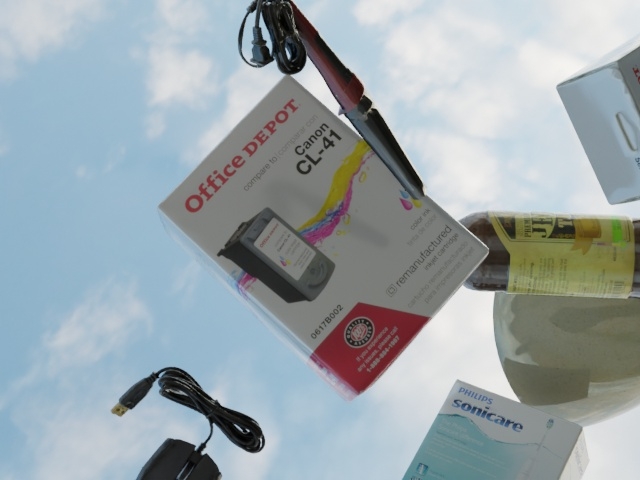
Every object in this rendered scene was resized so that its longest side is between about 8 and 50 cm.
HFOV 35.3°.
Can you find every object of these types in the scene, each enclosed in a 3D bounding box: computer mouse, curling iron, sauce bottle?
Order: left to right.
[{"bbox_3d":[-0.215,0.292,1.307,0.184,0.060,0.262,41,-75,-5],"label":"computer mouse"},{"bbox_3d":[0.018,-0.119,0.890,0.274,0.035,0.068,43,-106,-41],"label":"curling iron"},{"bbox_3d":[0.253,0.016,1.290,0.345,0.111,0.111,2,-111,4],"label":"sauce bottle"}]

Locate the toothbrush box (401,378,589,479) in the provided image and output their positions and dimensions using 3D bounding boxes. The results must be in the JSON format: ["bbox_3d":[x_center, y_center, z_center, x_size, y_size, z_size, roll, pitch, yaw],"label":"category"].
[{"bbox_3d":[0.246,0.389,1.519,0.216,0.126,0.295,17,-118,30],"label":"toothbrush box"}]

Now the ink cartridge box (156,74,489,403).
[{"bbox_3d":[0.000,0.000,1.143,0.306,0.131,0.226,42,-101,4],"label":"ink cartridge box"}]

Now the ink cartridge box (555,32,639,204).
[{"bbox_3d":[0.372,-0.150,1.111,0.208,0.087,0.153,-31,-81,-39],"label":"ink cartridge box"}]

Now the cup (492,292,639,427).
[{"bbox_3d":[0.478,0.134,1.637,0.331,0.237,0.331,13,-110,-38],"label":"cup"}]
